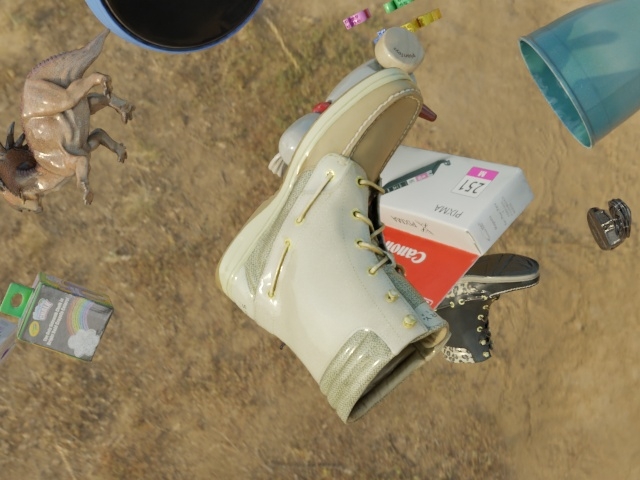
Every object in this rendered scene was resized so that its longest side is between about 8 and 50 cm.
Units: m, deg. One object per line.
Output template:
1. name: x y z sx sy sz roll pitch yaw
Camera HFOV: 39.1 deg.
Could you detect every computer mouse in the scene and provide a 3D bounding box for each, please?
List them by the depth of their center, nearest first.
1. computer mouse: 0.435 -0.029 1.325 0.041 0.242 0.071 -24 81 5

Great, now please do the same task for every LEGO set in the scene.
1. LEGO set: 0.146 -0.413 1.675 0.227 0.087 0.093 -20 14 32

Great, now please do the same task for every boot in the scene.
1. boot: 0.037 0.002 0.631 0.165 0.077 0.213 45 104 31
2. boot: 0.291 0.122 1.588 0.236 0.179 0.085 -8 22 33

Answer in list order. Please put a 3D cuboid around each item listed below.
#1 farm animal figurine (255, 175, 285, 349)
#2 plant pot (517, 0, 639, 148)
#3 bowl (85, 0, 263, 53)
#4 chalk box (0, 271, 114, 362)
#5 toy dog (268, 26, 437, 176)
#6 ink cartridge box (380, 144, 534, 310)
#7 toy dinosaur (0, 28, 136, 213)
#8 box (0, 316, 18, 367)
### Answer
1. farm animal figurine: 0.000 0.000 1.718 0.172 0.330 0.327 12 51 -14
2. plant pot: 0.582 -0.369 1.828 0.255 0.271 0.272 -33 57 9
3. bowl: -0.258 -0.533 1.670 0.391 0.391 0.077 -35 41 -8
4. chalk box: -0.568 0.154 1.920 0.213 0.132 0.133 23 91 -19
5. toy dog: 0.079 -0.197 1.494 0.161 0.220 0.334 41 74 3
6. ink cartridge box: 0.137 -0.027 1.328 0.239 0.060 0.275 -45 33 -17
7. toy dinosaur: -0.387 -0.166 1.287 0.200 0.127 0.296 13 100 9
8. box: -0.579 0.090 1.238 0.323 0.063 0.067 24 32 -1
